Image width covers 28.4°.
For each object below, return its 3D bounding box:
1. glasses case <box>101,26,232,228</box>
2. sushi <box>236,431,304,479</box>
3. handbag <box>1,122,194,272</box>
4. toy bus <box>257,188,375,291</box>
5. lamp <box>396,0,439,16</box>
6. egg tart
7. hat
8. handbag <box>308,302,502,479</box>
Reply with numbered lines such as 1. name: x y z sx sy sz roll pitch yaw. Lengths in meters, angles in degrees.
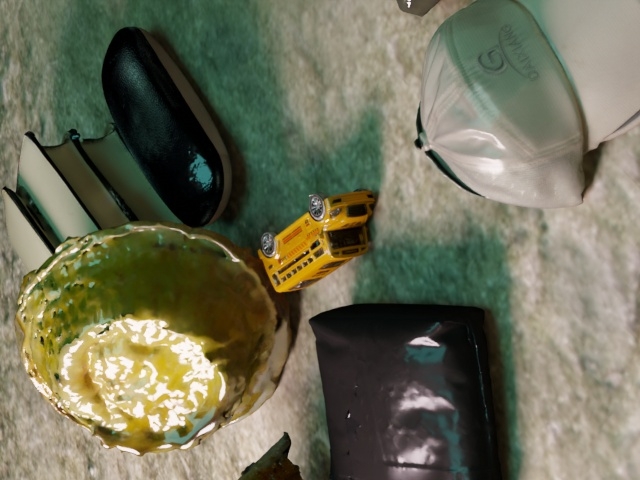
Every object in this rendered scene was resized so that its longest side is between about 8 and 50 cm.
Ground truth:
1. glasses case: -0.203 -0.151 1.644 0.314 0.075 0.122 56 133 30
2. sushi: -0.056 0.377 1.465 0.139 0.184 0.274 33 116 38
3. handbag: -0.294 0.034 1.725 0.358 0.160 0.236 49 138 34
4. toy bus: 0.000 0.000 1.419 0.162 0.069 0.074 -36 69 50
5. lamp: 0.117 -0.327 1.195 0.101 0.101 0.250 47 132 37
6. egg tart: -0.201 0.133 1.495 0.132 0.345 0.345 -88 15 -60
7. hat: 0.183 -0.154 1.113 0.219 0.164 0.226 64 159 20
8. handbag: 0.082 0.179 1.336 0.247 0.080 0.223 -3 94 52
